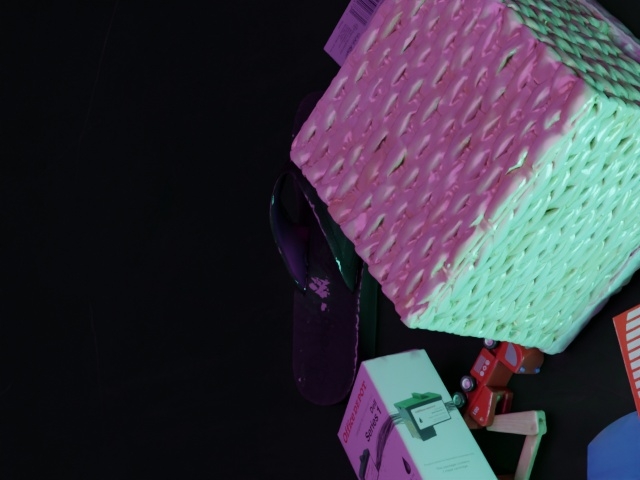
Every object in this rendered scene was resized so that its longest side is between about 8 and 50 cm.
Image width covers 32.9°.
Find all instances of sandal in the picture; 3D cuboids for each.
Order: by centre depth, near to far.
[{"bbox_3d":[0.002,0.001,1.486,0.167,0.107,0.445,-12,76,45],"label":"sandal"}]

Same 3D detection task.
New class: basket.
[{"bbox_3d":[0.198,-0.103,1.180,0.331,0.266,0.328,-54,49,25],"label":"basket"}]

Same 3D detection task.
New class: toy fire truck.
[{"bbox_3d":[0.219,0.207,1.270,0.135,0.047,0.192,42,115,41],"label":"toy fire truck"}]

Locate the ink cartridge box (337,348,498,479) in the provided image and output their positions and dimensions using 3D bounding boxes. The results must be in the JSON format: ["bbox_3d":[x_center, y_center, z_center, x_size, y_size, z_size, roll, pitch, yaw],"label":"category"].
[{"bbox_3d":[0.112,0.264,1.296,0.160,0.093,0.219,104,148,-42],"label":"ink cartridge box"}]

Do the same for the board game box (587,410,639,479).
[{"bbox_3d":[0.343,0.252,1.118,0.133,0.033,0.168,-23,37,33],"label":"board game box"}]

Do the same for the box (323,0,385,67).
[{"bbox_3d":[0.097,-0.268,1.398,0.072,0.137,0.126,51,121,36],"label":"box"}]

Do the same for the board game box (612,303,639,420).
[{"bbox_3d":[0.397,0.106,1.077,0.193,0.045,0.146,-36,47,38],"label":"board game box"}]
